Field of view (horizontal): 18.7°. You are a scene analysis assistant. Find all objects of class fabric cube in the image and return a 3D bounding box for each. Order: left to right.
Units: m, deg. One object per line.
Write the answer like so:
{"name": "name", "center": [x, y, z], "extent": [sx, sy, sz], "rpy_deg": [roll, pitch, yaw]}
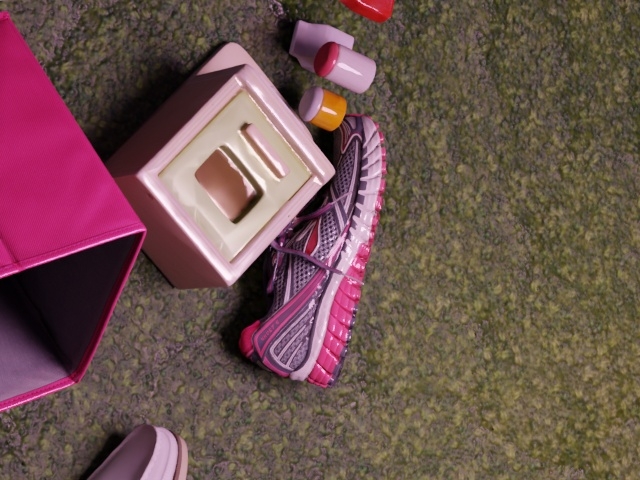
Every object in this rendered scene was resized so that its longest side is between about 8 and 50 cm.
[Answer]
{"name": "fabric cube", "center": [-0.346, -0.002, 1.689], "extent": [0.259, 0.254, 0.258], "rpy_deg": [-20, 65, -34]}

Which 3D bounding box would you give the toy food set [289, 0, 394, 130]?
{"name": "toy food set", "center": [0.003, -0.242, 2.049], "extent": [0.104, 0.111, 0.232], "rpy_deg": [22, 68, -27]}

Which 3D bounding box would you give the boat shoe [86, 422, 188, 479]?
{"name": "boat shoe", "center": [-0.239, 0.296, 1.880], "extent": [0.103, 0.113, 0.302], "rpy_deg": [42, 68, -28]}

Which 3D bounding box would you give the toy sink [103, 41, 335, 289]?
{"name": "toy sink", "center": [-0.091, -0.084, 1.981], "extent": [0.234, 0.131, 0.153], "rpy_deg": [-47, 111, -25]}

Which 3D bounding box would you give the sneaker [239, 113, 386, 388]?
{"name": "sneaker", "center": [0.000, 0.000, 2.046], "extent": [0.112, 0.121, 0.299], "rpy_deg": [14, 70, 1]}
